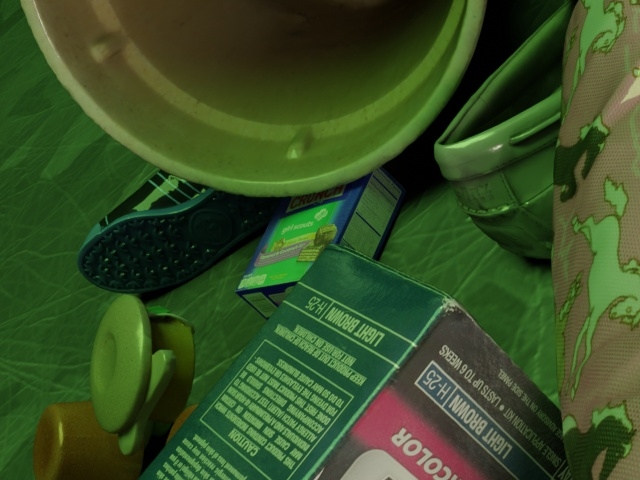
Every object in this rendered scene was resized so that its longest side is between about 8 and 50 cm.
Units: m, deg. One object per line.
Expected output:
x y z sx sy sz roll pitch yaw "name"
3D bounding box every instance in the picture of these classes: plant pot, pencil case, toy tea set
-0.015 -0.246 0.919 0.334 0.334 0.305 -29 15 28 "plant pot"
0.185 0.019 0.494 0.386 0.160 0.167 -79 12 -44 "pencil case"
-0.070 0.146 0.739 0.336 0.124 0.200 39 115 57 "toy tea set"

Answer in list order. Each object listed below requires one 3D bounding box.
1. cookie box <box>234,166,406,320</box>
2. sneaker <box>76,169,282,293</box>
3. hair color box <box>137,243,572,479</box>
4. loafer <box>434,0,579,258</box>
0.000 0.000 0.864 0.092 0.040 0.107 -12 42 45 "cookie box"
-0.098 -0.036 1.003 0.232 0.081 0.090 -26 32 19 "sneaker"
-0.028 0.192 0.526 0.347 0.174 0.105 -51 31 -8 "hair color box"
0.190 -0.135 0.717 0.319 0.111 0.112 -52 30 -11 "loafer"
